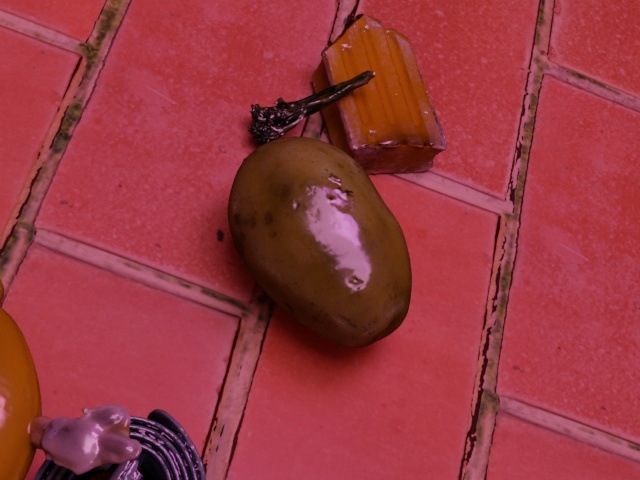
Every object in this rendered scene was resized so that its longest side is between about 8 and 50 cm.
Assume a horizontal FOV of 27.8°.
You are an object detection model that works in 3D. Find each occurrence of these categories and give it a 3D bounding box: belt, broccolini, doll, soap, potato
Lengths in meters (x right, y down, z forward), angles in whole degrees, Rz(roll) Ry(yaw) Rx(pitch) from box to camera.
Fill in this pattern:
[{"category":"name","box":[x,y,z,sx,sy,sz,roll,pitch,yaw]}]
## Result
[{"category":"belt","box":[-0.229,0.310,1.464,0.206,0.116,0.267,16,56,-4]},{"category":"broccolini","box":[-0.016,-0.207,1.874,0.201,0.058,0.074,-32,61,5]},{"category":"doll","box":[-0.400,0.248,1.390,0.348,0.161,0.423,26,63,29]},{"category":"soap","box":[0.078,-0.227,1.966,0.160,0.080,0.257,-2,58,-24]},{"category":"potato","box":[-0.001,0.001,1.708,0.216,0.216,0.304,-23,78,-32]}]
